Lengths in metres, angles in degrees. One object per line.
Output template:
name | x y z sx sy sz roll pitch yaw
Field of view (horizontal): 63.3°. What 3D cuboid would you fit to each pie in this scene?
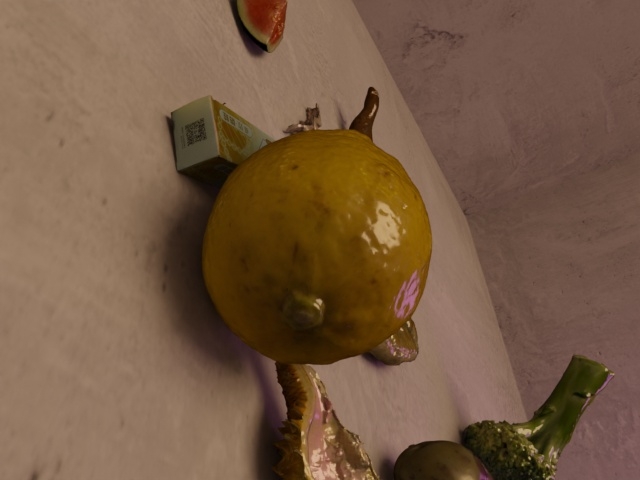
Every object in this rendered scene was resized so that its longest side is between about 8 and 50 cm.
pie | 0.101 0.084 0.981 0.337 0.075 0.337 50 28 -39

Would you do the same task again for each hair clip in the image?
hair clip | -0.020 -0.227 1.055 0.072 0.034 0.226 64 19 -19

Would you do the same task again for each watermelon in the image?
watermelon | -0.105 -0.425 0.961 0.135 0.094 0.125 57 29 -18

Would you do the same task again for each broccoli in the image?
broccoli | 0.522 0.463 1.235 0.275 0.397 0.353 39 31 -6

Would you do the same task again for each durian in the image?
durian | -0.014 0.228 0.569 0.140 0.078 0.224 2 56 -54

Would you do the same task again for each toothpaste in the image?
toothpaste | -0.081 -0.097 0.734 0.313 0.071 0.089 21 54 -63

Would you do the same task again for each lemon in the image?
lemon | 0.000 0.000 0.580 0.245 0.245 0.320 60 19 -19

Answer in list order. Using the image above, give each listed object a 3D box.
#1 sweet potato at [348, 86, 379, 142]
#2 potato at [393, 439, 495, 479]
sweet potato | 0.123 -0.240 1.311 0.079 0.108 0.346 49 29 -58
potato | 0.209 0.420 0.807 0.262 0.165 0.165 60 22 -26
